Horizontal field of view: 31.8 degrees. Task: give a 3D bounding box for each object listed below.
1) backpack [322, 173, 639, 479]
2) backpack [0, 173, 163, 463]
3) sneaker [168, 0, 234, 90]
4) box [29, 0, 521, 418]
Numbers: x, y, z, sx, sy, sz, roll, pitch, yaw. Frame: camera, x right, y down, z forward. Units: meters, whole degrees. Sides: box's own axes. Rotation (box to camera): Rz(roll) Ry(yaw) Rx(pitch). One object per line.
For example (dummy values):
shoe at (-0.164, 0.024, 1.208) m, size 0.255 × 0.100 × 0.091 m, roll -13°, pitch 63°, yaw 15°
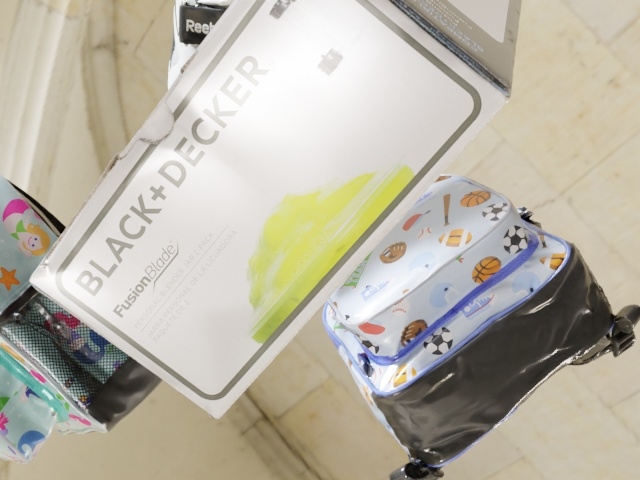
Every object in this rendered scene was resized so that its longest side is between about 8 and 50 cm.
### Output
backpack at (0.119, 0.064, 1.101) m, size 0.276 × 0.263 × 0.213 m, roll -32°, pitch -74°, yaw -6°
backpack at (-0.268, 0.058, 0.933) m, size 0.191 × 0.225 × 0.253 m, roll -42°, pitch -80°, yaw -24°
sneaker at (-0.087, -0.209, 1.030) m, size 0.122 × 0.146 × 0.331 m, roll 0°, pitch -101°, yaw 4°
box at (0.003, -0.071, 0.493) m, size 0.087 × 0.169 × 0.290 m, roll 39°, pitch -155°, yaw -6°
